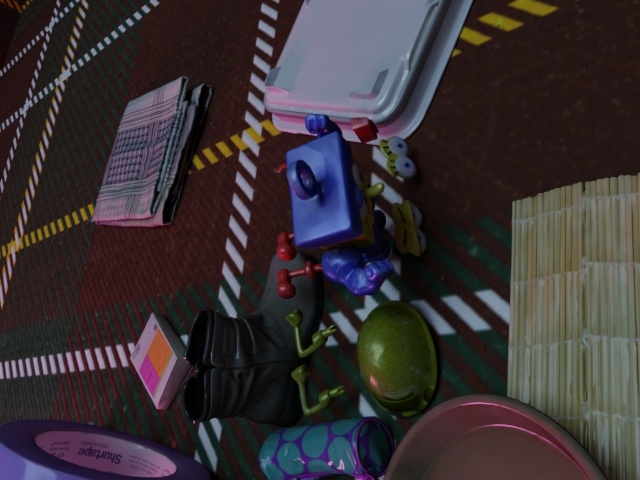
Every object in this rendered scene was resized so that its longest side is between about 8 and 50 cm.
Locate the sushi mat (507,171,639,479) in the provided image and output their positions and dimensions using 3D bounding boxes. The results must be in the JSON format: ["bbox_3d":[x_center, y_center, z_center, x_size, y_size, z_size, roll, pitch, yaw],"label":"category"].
[{"bbox_3d":[0.239,0.093,0.522,0.151,0.019,0.317,-10,64,43],"label":"sushi mat"}]

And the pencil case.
[{"bbox_3d":[0.005,0.238,0.655,0.151,0.064,0.070,-24,40,36],"label":"pencil case"}]

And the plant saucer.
[{"bbox_3d":[0.140,0.269,0.481,0.278,0.041,0.278,-36,46,47],"label":"plant saucer"}]

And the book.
[{"bbox_3d":[-0.268,0.197,0.973,0.144,0.035,0.096,38,102,48],"label":"book"}]

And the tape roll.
[{"bbox_3d":[-0.285,0.313,0.753,0.274,0.274,0.090,4,74,46],"label":"tape roll"}]

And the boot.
[{"bbox_3d":[-0.084,0.106,0.734,0.083,0.161,0.247,-15,61,40],"label":"boot"}]

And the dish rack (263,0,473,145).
[{"bbox_3d":[0.046,-0.293,0.866,0.332,0.072,0.286,20,85,47],"label":"dish rack"}]

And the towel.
[{"bbox_3d":[-0.369,-0.180,1.238,0.324,0.056,0.312,1,72,45],"label":"towel"}]

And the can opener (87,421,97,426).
[{"bbox_3d":[-0.353,0.351,0.977,0.186,0.073,0.059,2,34,42],"label":"can opener"}]

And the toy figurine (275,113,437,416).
[{"bbox_3d":[0.000,0.000,0.626,0.191,0.217,0.363,-12,68,19],"label":"toy figurine"}]
